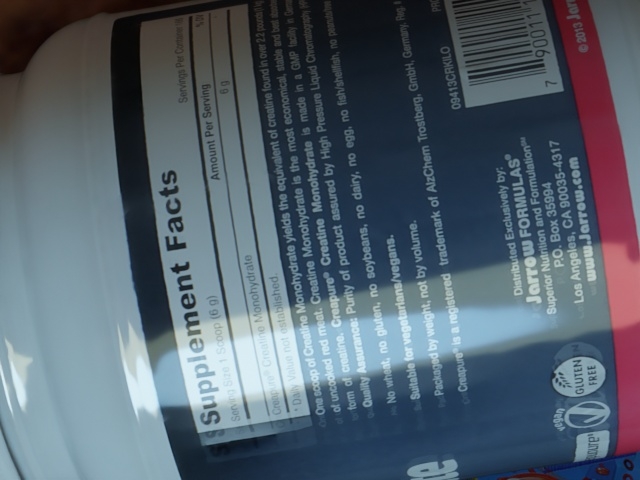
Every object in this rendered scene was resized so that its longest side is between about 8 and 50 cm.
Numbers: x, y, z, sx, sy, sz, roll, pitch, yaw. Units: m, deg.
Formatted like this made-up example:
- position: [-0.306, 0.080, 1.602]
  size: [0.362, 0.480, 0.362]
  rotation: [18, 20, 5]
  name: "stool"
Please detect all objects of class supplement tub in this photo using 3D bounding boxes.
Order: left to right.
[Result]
- position: [0.000, 0.000, 0.666]
  size: [0.272, 0.191, 0.191]
  rotation: [-9, 134, 3]
  name: "supplement tub"

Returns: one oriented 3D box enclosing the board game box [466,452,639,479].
- position: [0.123, 0.220, 0.814]
  size: [0.086, 0.302, 0.308]
  rotation: [-8, 133, 2]
  name: "board game box"
